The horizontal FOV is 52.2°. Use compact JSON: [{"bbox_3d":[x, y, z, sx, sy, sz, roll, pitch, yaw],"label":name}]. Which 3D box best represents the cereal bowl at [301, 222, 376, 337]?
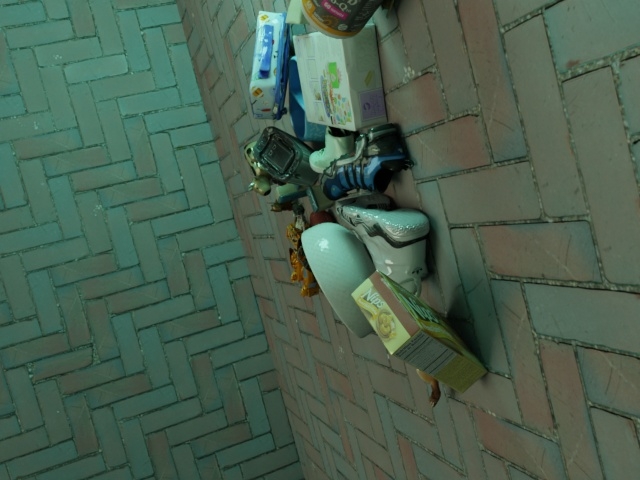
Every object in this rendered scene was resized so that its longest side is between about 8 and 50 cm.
[{"bbox_3d":[0.091,0.091,1.809,0.338,0.141,0.339,59,-171,-16],"label":"cereal bowl"}]

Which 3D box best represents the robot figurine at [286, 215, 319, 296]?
[{"bbox_3d":[-0.063,0.057,2.423,0.211,0.085,0.290,-132,31,-52],"label":"robot figurine"}]

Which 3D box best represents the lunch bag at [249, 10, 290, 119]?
[{"bbox_3d":[-0.150,-0.518,1.966,0.243,0.115,0.303,106,167,-77],"label":"lunch bag"}]

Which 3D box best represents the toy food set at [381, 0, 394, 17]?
[{"bbox_3d":[0.141,-0.544,1.410,0.078,0.019,0.122,111,147,-61],"label":"toy food set"}]

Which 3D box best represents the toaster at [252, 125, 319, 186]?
[{"bbox_3d":[-0.091,-0.252,2.027,0.227,0.146,0.129,41,107,32],"label":"toaster"}]

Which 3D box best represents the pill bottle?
[{"bbox_3d":[0.078,-0.551,1.319,0.278,0.162,0.162,-41,66,58],"label":"pill bottle"}]

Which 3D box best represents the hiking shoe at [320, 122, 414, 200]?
[{"bbox_3d":[0.100,-0.160,1.623,0.304,0.113,0.132,-43,70,53],"label":"hiking shoe"}]

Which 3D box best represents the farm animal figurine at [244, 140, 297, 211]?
[{"bbox_3d":[-0.197,-0.262,2.404,0.330,0.172,0.326,93,155,-44],"label":"farm animal figurine"}]

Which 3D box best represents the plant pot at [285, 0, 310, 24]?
[{"bbox_3d":[-0.022,-0.613,1.709,0.109,0.109,0.096,-140,50,-60],"label":"plant pot"}]

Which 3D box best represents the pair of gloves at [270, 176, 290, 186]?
[{"bbox_3d":[-0.135,-0.219,2.260,0.083,0.074,0.010,103,-174,-51],"label":"pair of gloves"}]

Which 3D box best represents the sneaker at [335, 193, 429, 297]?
[{"bbox_3d":[0.150,0.010,1.655,0.366,0.138,0.210,30,131,60],"label":"sneaker"}]

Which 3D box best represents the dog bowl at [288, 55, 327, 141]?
[{"bbox_3d":[-0.038,-0.425,1.954,0.297,0.074,0.166,92,155,-43],"label":"dog bowl"}]

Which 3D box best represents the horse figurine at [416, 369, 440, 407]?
[{"bbox_3d":[0.245,0.288,1.633,0.263,0.066,0.174,62,-179,11],"label":"horse figurine"}]

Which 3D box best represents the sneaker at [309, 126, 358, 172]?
[{"bbox_3d":[0.037,-0.263,1.845,0.256,0.094,0.151,-146,45,-61],"label":"sneaker"}]

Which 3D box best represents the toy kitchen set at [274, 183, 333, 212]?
[{"bbox_3d":[-0.057,-0.141,2.172,0.207,0.122,0.166,121,131,-67],"label":"toy kitchen set"}]

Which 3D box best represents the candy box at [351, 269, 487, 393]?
[{"bbox_3d":[0.219,0.203,1.417,0.316,0.087,0.183,34,-165,-44],"label":"candy box"}]

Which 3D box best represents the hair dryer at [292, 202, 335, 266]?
[{"bbox_3d":[0.000,0.000,2.178,0.293,0.080,0.223,31,133,59],"label":"hair dryer"}]

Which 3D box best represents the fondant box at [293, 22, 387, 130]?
[{"bbox_3d":[0.043,-0.420,1.681,0.330,0.096,0.238,-146,43,-64],"label":"fondant box"}]
